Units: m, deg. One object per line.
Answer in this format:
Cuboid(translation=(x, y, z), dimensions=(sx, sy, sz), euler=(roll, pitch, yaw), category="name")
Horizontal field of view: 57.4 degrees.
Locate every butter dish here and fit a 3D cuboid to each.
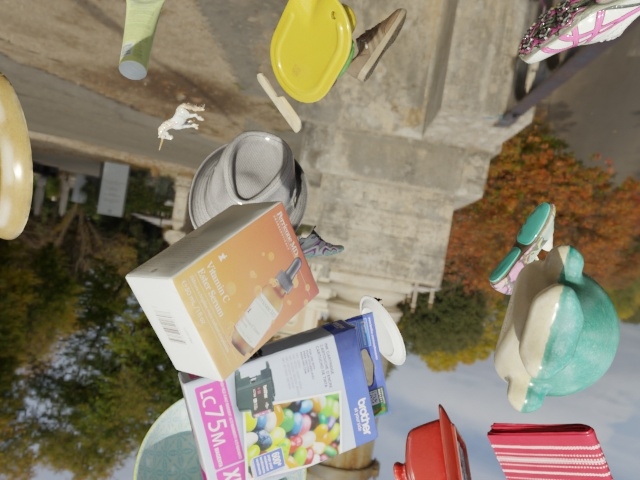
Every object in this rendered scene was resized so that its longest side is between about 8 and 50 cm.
Cuboid(translation=(0.176, 0.369, 0.945), dimensions=(0.118, 0.160, 0.160), euler=(-15, 140, 17), category="butter dish")

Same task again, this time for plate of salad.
Cuboid(translation=(0.166, 0.228, 1.513), dimensions=(0.048, 0.200, 0.200), euler=(-25, -167, -19), category="plate of salad")

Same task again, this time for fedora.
Cuboid(translation=(-0.137, -0.117, 1.185), dimensions=(0.244, 0.275, 0.124), euler=(25, 150, 0), category="fedora")

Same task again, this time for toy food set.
Cuboid(translation=(-0.007, -0.287, 0.897), dimensions=(0.071, 0.128, 0.218), euler=(-33, 169, -41), category="toy food set")

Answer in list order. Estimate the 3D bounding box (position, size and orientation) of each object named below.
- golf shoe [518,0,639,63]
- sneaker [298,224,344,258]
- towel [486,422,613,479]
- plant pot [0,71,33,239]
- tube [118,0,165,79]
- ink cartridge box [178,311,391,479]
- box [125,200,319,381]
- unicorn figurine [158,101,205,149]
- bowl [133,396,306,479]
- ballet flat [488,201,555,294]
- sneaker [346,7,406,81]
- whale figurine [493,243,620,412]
Cuboid(translation=(0.346, -0.276, 0.749), dimensions=(0.086, 0.067, 0.186), euler=(35, 140, -26), category="golf shoe")
Cuboid(translation=(0.000, 0.000, 1.263), dimensions=(0.098, 0.069, 0.038), euler=(-8, -179, -7), category="sneaker")
Cuboid(translation=(0.447, 0.454, 1.089), dimensions=(0.199, 0.275, 0.031), euler=(-15, -162, 38), category="towel")
Cuboid(translation=(-0.462, -0.116, 0.812), dimensions=(0.236, 0.236, 0.032), euler=(9, -168, 42), category="plant pot")
Cuboid(translation=(-0.418, -0.481, 1.357), dimensions=(0.070, 0.240, 0.062), euler=(23, 144, -39), category="tube")
Cuboid(translation=(-0.033, 0.235, 0.857), dimensions=(0.311, 0.185, 0.065), euler=(-16, -169, -22), category="ink cartridge box")
Cuboid(translation=(-0.103, 0.050, 0.661), dimensions=(0.091, 0.130, 0.170), euler=(-1, -150, 44), category="box")
Cuboid(translation=(-0.391, -0.334, 1.643), dimensions=(0.111, 0.162, 0.060), euler=(-6, -129, -38), category="unicorn figurine")
Cuboid(translation=(-0.179, 0.425, 1.040), dimensions=(0.289, 0.289, 0.156), euler=(9, 144, -8), category="bowl")
Cuboid(translation=(0.458, 0.023, 1.283), dimensions=(0.079, 0.221, 0.077), euler=(30, -173, -15), category="ballet flat")
Cuboid(translation=(0.117, -0.441, 1.278), dimensions=(0.071, 0.188, 0.066), euler=(33, 174, 6), category="sneaker")
Cuboid(translation=(0.297, 0.114, 0.715), dimensions=(0.141, 0.216, 0.272), euler=(17, 177, 17), category="whale figurine")
